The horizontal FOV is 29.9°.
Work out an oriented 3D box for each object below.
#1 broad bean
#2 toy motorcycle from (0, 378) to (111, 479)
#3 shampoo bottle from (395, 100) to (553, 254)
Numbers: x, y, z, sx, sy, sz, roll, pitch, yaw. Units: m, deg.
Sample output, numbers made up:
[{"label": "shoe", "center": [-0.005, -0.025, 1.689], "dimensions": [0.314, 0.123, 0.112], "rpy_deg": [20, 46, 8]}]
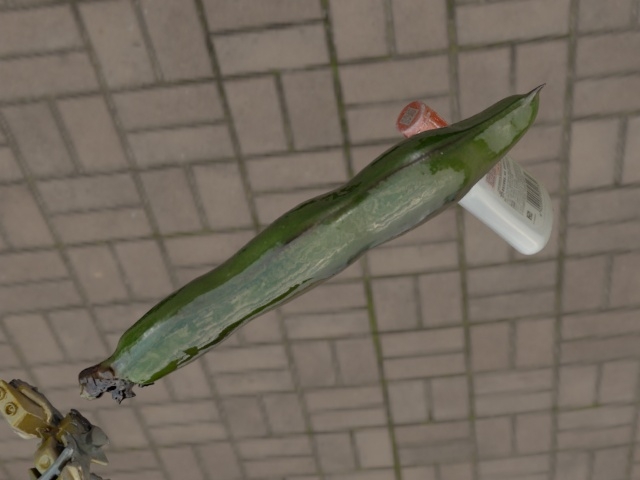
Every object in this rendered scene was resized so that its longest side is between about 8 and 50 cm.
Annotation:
[{"label": "broad bean", "center": [0.000, -0.001, 0.626], "dimensions": [0.297, 0.043, 0.060], "rpy_deg": [-32, 166, -9]}, {"label": "toy motorcycle", "center": [-0.338, 0.260, 1.510], "dimensions": [0.094, 0.229, 0.130], "rpy_deg": [-45, 161, 10]}, {"label": "shampoo bottle", "center": [0.170, -0.075, 1.309], "dimensions": [0.221, 0.108, 0.051], "rpy_deg": [35, 134, -30]}]
